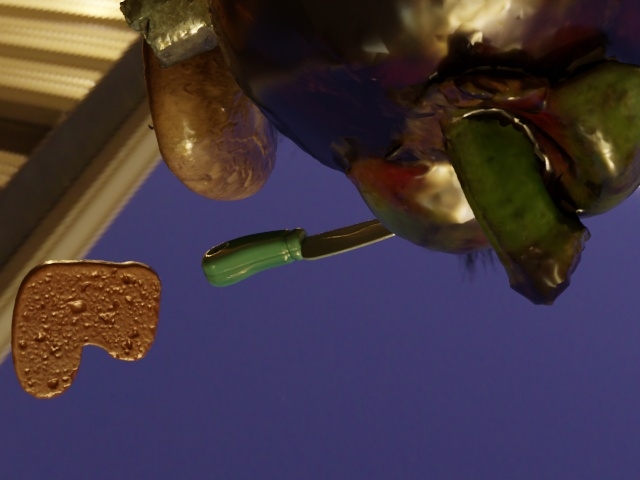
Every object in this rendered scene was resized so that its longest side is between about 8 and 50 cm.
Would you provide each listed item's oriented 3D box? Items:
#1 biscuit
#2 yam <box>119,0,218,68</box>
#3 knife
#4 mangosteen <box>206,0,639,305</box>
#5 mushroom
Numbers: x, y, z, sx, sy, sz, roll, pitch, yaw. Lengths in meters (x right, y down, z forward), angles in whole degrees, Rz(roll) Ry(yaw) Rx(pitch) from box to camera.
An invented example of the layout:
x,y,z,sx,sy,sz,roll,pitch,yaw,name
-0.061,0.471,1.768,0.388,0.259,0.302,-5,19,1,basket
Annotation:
x,y,z,sx,sy,sz,roll,pitch,yaw,name
-0.309,0.117,1.426,0.192,0.186,0.036,2,-172,-13,biscuit
-0.080,-0.264,1.135,0.259,0.093,0.093,-24,-135,0,yam
-0.001,0.001,0.977,0.260,0.034,0.063,-14,-162,30,knife
0.073,-0.141,0.643,0.306,0.306,0.359,1,-118,20,mangosteen
-0.127,-0.183,1.321,0.146,0.278,0.278,-10,-134,22,mushroom
